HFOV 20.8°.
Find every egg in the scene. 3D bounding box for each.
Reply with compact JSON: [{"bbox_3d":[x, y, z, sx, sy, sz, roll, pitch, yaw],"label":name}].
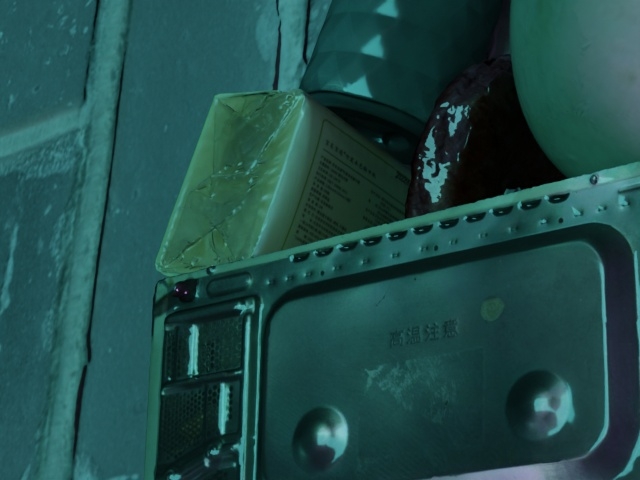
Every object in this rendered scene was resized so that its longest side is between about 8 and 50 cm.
[{"bbox_3d":[0.284,-0.204,1.230,0.276,0.276,0.389,35,99,46],"label":"egg"}]

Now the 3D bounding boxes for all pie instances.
[{"bbox_3d":[0.134,-0.034,1.338,0.054,0.204,0.219,11,90,34],"label":"pie"}]

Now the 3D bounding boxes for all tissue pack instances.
[{"bbox_3d":[0.000,0.000,1.404,0.125,0.234,0.159,4,70,44],"label":"tissue pack"}]

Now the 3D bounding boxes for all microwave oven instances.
[{"bbox_3d":[0.128,0.141,1.152,0.394,0.333,0.247,-14,67,36],"label":"microwave oven"}]

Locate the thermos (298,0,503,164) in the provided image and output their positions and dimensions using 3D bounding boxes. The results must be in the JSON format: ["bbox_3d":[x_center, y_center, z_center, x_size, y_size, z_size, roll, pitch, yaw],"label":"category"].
[{"bbox_3d":[0.086,-0.215,1.524,0.182,0.145,0.287,149,142,-71],"label":"thermos"}]
